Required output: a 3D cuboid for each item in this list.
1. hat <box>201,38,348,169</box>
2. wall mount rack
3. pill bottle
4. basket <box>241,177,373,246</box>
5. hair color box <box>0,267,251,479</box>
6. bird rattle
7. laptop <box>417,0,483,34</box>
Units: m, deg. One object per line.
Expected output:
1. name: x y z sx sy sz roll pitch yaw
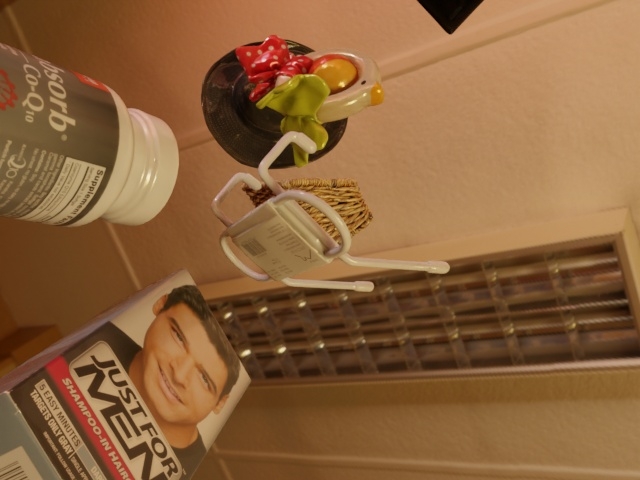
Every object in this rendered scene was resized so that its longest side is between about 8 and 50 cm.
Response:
1. hat: -0.082 -0.310 1.329 0.331 0.331 0.134 52 -18 -2
2. wall mount rack: 0.000 0.000 0.930 0.304 0.130 0.350 44 -27 -13
3. pill bottle: -0.379 -0.131 0.809 0.210 0.363 0.210 -6 -101 35
4. basket: -0.026 -0.109 1.610 0.223 0.213 0.299 59 -20 -16
5. hair color box: -0.213 0.176 0.681 0.113 0.374 0.185 -27 -83 14
6. bird rattle: -0.011 -0.234 0.971 0.207 0.253 0.143 -14 -53 -3
7. laptop: 0.266 -0.682 1.140 0.408 0.236 0.382 47 -46 -1
